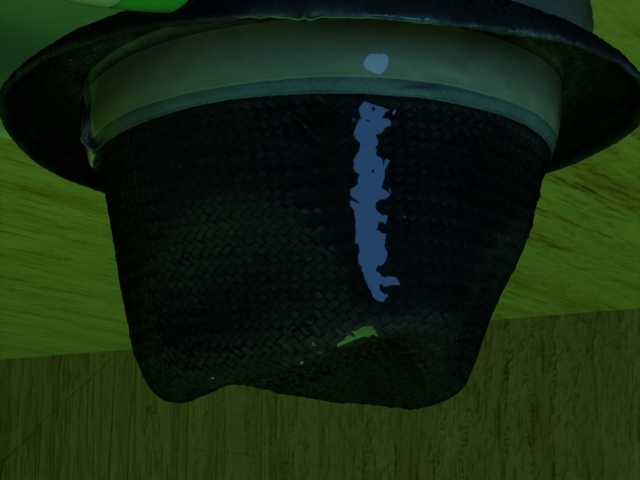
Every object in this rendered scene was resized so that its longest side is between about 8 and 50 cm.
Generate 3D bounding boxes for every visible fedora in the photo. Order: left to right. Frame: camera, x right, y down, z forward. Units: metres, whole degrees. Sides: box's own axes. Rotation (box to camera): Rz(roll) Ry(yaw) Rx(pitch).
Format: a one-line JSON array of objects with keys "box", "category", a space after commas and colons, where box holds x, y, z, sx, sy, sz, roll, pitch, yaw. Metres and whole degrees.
[{"box": [0.000, 0.000, 0.773, 0.334, 0.152, 0.334, 0, 169, 0], "category": "fedora"}]

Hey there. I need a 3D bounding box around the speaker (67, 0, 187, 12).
[{"box": [-0.167, -0.178, 0.548, 0.296, 0.131, 0.131, 19, 162, -22], "category": "speaker"}]

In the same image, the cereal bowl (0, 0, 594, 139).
[{"box": [-0.037, -0.139, 0.821, 0.339, 0.141, 0.339, 0, 169, 0], "category": "cereal bowl"}]
